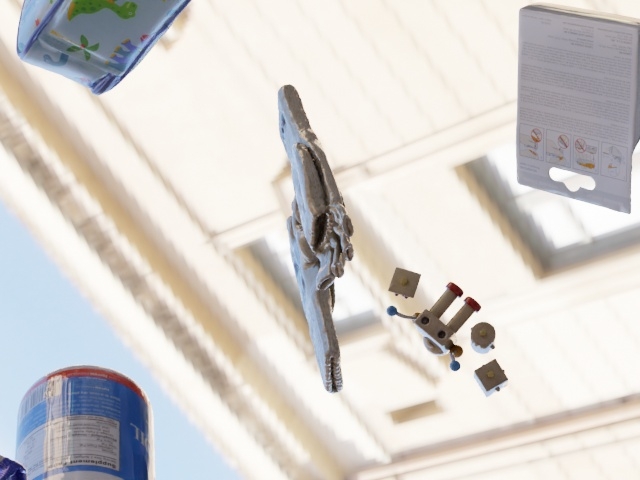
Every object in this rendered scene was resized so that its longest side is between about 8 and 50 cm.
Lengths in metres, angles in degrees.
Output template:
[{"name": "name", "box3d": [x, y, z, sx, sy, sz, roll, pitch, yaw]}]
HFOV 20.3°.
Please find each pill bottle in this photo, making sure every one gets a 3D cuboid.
[{"name": "pill bottle", "box3d": [-0.202, 0.220, 1.524, 0.124, 0.124, 0.221, 39, -155, -30]}]

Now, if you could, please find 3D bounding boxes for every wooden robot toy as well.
[{"name": "wooden robot toy", "box3d": [0.141, 0.100, 1.930, 0.173, 0.079, 0.076, 41, -102, 18]}]

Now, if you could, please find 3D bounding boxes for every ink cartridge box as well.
[{"name": "ink cartridge box", "box3d": [0.253, -0.128, 1.695, 0.045, 0.145, 0.179, -21, -62, -39]}]

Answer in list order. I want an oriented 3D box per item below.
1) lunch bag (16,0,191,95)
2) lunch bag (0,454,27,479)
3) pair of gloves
[{"name": "lunch bag", "box3d": [-0.125, -0.222, 1.237, 0.090, 0.219, 0.176, 23, -133, -23]}, {"name": "lunch bag", "box3d": [-0.289, 0.213, 1.132, 0.138, 0.221, 0.293, -59, -17, -28]}, {"name": "pair of gloves", "box3d": [0.000, 0.000, 1.671, 0.204, 0.042, 0.240, -106, 10, -45]}]
